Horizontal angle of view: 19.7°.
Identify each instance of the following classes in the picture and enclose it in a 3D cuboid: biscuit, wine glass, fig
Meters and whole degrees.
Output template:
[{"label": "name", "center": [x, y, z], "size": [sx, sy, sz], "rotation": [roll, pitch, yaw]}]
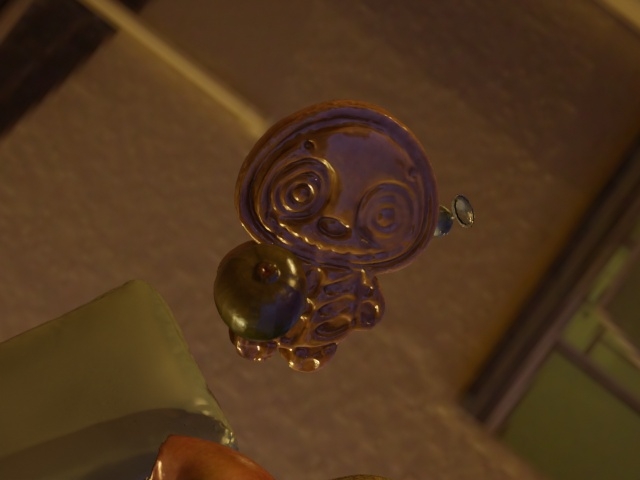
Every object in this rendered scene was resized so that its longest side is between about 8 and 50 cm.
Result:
[{"label": "biscuit", "center": [0.000, 0.000, 1.781], "size": [0.288, 0.202, 0.044], "rotation": [-65, -161, 18]}, {"label": "wine glass", "center": [0.116, -0.020, 1.914], "size": [0.083, 0.039, 0.042], "rotation": [-17, -178, 35]}, {"label": "fig", "center": [-0.047, 0.045, 1.428], "size": [0.074, 0.074, 0.088], "rotation": [-51, 166, -32]}]

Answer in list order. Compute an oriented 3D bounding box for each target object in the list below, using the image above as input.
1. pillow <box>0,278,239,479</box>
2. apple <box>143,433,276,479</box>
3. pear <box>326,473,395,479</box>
[{"label": "pillow", "center": [-0.271, 0.192, 1.885], "size": [0.322, 0.255, 0.119], "rotation": [-23, 145, -12]}, {"label": "apple", "center": [-0.087, 0.306, 1.534], "size": [0.293, 0.163, 0.251], "rotation": [-72, 175, -63]}, {"label": "pear", "center": [0.041, 0.324, 1.749], "size": [0.197, 0.197, 0.197], "rotation": [-52, 178, -3]}]
